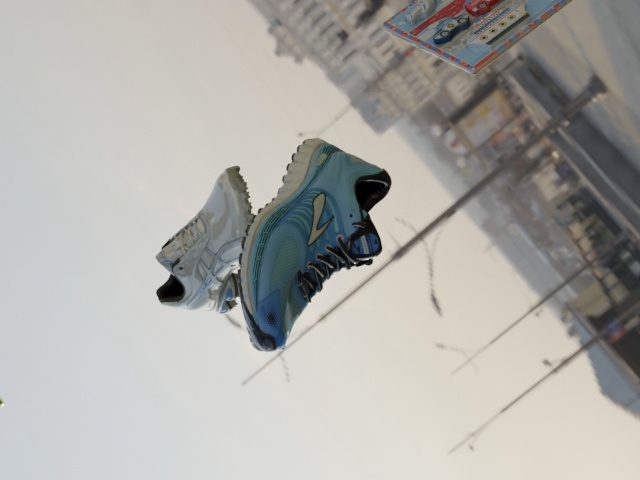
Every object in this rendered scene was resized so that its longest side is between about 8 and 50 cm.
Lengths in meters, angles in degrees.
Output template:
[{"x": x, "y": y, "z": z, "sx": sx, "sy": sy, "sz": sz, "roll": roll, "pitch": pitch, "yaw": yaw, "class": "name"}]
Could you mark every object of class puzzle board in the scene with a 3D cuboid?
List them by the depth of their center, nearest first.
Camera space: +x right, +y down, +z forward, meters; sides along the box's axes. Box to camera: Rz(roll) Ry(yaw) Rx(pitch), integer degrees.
[{"x": 0.120, "y": -0.172, "z": 0.703, "sx": 0.096, "sy": 0.128, "sz": 0.011, "roll": 37, "pitch": 159, "yaw": 42, "class": "puzzle board"}]

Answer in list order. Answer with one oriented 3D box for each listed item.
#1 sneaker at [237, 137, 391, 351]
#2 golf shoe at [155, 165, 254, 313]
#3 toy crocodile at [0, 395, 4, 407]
[{"x": 0.000, "y": 0.000, "z": 0.614, "sx": 0.073, "sy": 0.162, "sz": 0.063, "roll": 13, "pitch": 143, "yaw": 16, "class": "sneaker"}, {"x": -0.111, "y": 0.007, "z": 0.940, "sx": 0.086, "sy": 0.176, "sz": 0.069, "roll": -5, "pitch": -137, "yaw": -23, "class": "golf shoe"}, {"x": -0.367, "y": 0.075, "z": 0.851, "sx": 0.105, "sy": 0.115, "sz": 0.341, "roll": 44, "pitch": 158, "yaw": 37, "class": "toy crocodile"}]
